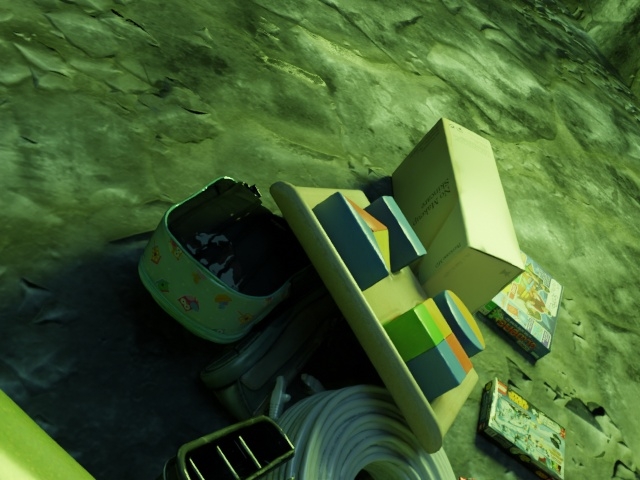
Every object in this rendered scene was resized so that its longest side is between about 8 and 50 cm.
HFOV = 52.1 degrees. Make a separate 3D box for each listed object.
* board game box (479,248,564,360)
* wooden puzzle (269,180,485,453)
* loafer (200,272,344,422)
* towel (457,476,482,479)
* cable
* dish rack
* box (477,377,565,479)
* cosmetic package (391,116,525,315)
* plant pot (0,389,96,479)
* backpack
[{"bbox_3d":[0.359,0.101,1.159,0.136,0.035,0.201,41,38,0],"label":"board game box"},{"bbox_3d":[0.100,0.059,0.809,0.322,0.081,0.348,58,15,9],"label":"wooden puzzle"},{"bbox_3d":[-0.032,0.118,0.791,0.267,0.096,0.084,-37,101,-44],"label":"loafer"},{"bbox_3d":[0.249,0.405,0.710,0.199,0.031,0.274,22,42,-23],"label":"towel"},{"bbox_3d":[0.049,0.275,0.663,0.257,0.089,0.257,36,43,-23],"label":"cable"},{"bbox_3d":[-0.018,0.263,0.453,0.271,0.074,0.208,55,6,14],"label":"dish rack"},{"bbox_3d":[0.291,0.273,0.943,0.137,0.027,0.094,37,40,-6],"label":"box"},{"bbox_3d":[0.213,-0.038,1.074,0.113,0.160,0.309,23,41,-20],"label":"cosmetic package"},{"bbox_3d":[-0.248,0.205,0.405,0.254,0.276,0.276,43,37,-17],"label":"plant pot"},{"bbox_3d":[-0.113,0.028,0.743,0.166,0.144,0.188,42,21,1],"label":"backpack"}]
